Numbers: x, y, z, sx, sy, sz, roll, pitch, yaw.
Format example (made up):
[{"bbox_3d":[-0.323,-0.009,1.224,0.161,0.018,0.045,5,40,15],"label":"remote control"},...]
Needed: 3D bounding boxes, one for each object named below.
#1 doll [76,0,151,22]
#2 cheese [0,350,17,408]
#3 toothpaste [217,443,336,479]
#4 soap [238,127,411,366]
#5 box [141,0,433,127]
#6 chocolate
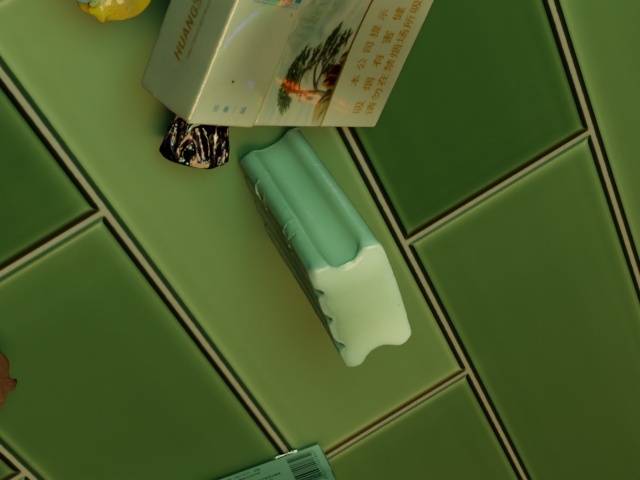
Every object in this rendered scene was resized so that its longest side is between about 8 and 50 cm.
[{"bbox_3d":[-0.154,-0.288,0.742,0.314,0.141,0.177,85,28,-51],"label":"doll"},{"bbox_3d":[-0.382,0.175,0.988,0.177,0.203,0.128,-16,138,25],"label":"cheese"},{"bbox_3d":[-0.143,0.319,1.257,0.336,0.067,0.081,-17,130,-12],"label":"toothpaste"},{"bbox_3d":[0.000,0.000,0.998,0.066,0.198,0.119,-25,131,-7],"label":"soap"},{"bbox_3d":[-0.016,-0.167,0.896,0.233,0.067,0.149,-6,125,-51],"label":"box"},{"bbox_3d":[-0.088,-0.134,0.959,0.072,0.070,0.147,14,108,-21],"label":"chocolate"}]
